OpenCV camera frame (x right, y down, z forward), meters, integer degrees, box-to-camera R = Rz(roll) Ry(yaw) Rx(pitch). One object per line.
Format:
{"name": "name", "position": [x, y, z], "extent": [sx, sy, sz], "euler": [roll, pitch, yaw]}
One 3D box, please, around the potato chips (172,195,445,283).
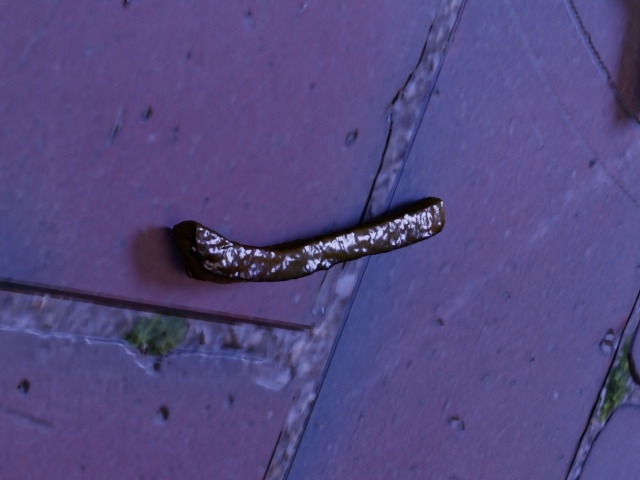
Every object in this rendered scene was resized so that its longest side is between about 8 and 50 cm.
{"name": "potato chips", "position": [0.000, 0.000, 0.924], "extent": [0.204, 0.026, 0.037], "euler": [-7, 102, -50]}
